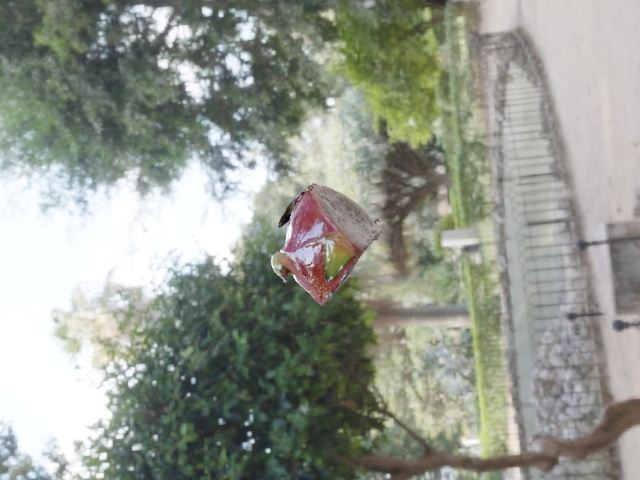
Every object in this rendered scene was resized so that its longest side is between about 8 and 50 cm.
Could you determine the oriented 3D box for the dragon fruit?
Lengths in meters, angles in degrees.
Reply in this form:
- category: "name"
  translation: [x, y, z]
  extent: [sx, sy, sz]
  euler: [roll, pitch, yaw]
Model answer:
- category: "dragon fruit"
  translation: [0.000, 0.000, 0.515]
  extent: [0.060, 0.056, 0.083]
  euler: [41, -158, 1]
